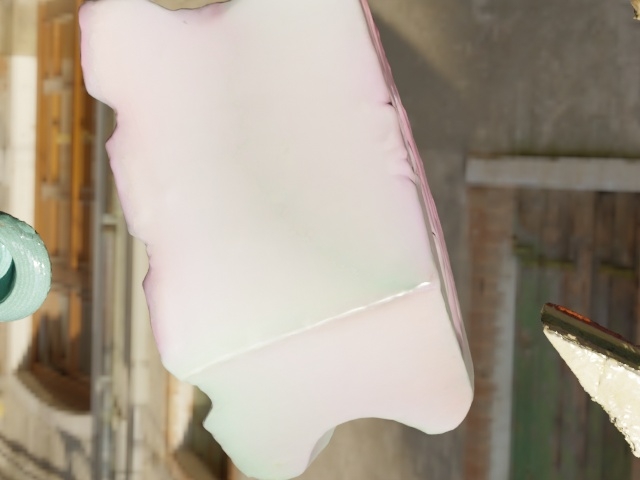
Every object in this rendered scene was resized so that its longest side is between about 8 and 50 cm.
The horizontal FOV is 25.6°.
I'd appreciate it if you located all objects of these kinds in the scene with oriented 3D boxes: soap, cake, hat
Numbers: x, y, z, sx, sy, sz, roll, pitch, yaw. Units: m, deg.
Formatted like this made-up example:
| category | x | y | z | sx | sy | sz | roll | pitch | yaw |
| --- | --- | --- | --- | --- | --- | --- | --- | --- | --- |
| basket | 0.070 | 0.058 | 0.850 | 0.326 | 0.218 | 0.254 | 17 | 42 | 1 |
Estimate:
| category | x | y | z | sx | sy | sz | roll | pitch | yaw |
| --- | --- | --- | --- | --- | --- | --- | --- | --- | --- |
| soap | 0.000 | 0.000 | 0.638 | 0.109 | 0.193 | 0.324 | -15 | 176 | 5 |
| cake | 0.371 | 0.151 | 1.694 | 0.117 | 0.220 | 0.086 | -31 | -168 | 20 |
| hat | -0.404 | 0.022 | 1.629 | 0.191 | 0.138 | 0.078 | 9 | -156 | -12 |

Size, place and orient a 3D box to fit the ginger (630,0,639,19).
| category | x | y | z | sx | sy | sz | roll | pitch | yaw |
| --- | --- | --- | --- | --- | --- | --- | --- | --- | --- |
| ginger | 0.486 | -0.324 | 1.660 | 0.176 | 0.256 | 0.375 | 14 | -149 | -52 |
